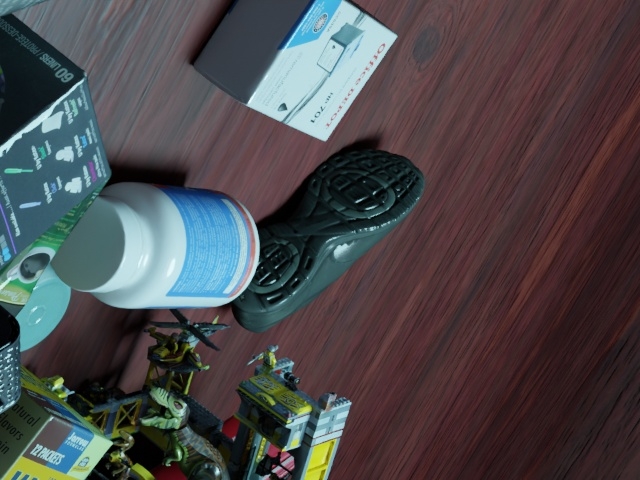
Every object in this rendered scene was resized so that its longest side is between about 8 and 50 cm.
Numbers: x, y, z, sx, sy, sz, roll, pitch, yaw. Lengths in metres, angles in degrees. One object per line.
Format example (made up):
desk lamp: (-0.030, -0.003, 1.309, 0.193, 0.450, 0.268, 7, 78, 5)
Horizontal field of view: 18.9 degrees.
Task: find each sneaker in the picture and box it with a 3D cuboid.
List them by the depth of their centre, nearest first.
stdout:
sneaker: (0.000, 0.000, 2.219, 0.286, 0.109, 0.130, -35, 161, -20)

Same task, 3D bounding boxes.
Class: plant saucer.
plant saucer: (-0.284, 0.068, 1.881, 0.119, 0.021, 0.119, -41, 153, -26)

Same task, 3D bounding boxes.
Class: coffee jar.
coffee jar: (-0.273, -0.012, 1.722, 0.184, 0.079, 0.096, -56, 159, 5)

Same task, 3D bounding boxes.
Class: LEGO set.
LEGO set: (-0.132, 0.181, 1.964, 0.255, 0.331, 0.192, -6, 122, -41)

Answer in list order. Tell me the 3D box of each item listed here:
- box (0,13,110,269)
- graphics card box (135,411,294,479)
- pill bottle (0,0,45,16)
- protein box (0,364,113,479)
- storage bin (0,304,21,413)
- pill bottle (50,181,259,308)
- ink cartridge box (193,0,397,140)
box: (-0.319, -0.050, 1.484, 0.270, 0.165, 0.143, -43, 155, -21)
graphics card box: (-0.174, 0.342, 2.241, 0.233, 0.094, 0.371, -32, 165, -38)
pill bottle: (-0.232, -0.255, 1.315, 0.361, 0.204, 0.204, -28, 146, -42)
protein box: (-0.340, 0.192, 1.732, 0.201, 0.200, 0.136, -52, 156, -2)
storage bin: (-0.345, 0.081, 1.596, 0.122, 0.180, 0.084, -35, 150, -34)
pill bottle: (-0.164, 0.005, 1.882, 0.124, 0.124, 0.221, -59, 155, 13)
ink cartridge box: (-0.022, -0.191, 1.922, 0.139, 0.082, 0.191, -56, 154, 7)
